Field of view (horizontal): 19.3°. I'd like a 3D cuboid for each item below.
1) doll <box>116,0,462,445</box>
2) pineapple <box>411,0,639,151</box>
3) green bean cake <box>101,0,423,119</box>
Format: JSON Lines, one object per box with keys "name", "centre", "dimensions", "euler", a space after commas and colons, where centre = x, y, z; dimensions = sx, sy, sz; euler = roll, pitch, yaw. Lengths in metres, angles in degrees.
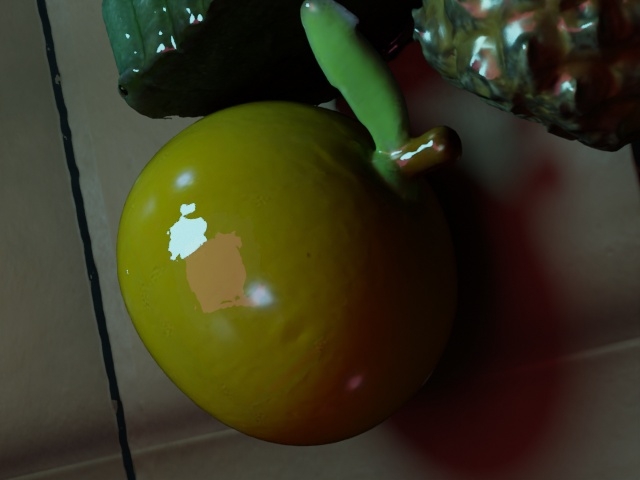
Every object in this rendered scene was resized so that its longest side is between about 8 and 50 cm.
{"name": "doll", "centre": [0.000, 0.000, 1.096], "dimensions": [0.236, 0.213, 0.213], "euler": [-45, 63, 30]}
{"name": "pineapple", "centre": [0.170, -0.229, 0.949], "dimensions": [0.175, 0.175, 0.361], "euler": [30, 99, 39]}
{"name": "green bean cake", "centre": [-0.024, -0.156, 1.114], "dimensions": [0.173, 0.181, 0.094], "euler": [-41, 64, 42]}
